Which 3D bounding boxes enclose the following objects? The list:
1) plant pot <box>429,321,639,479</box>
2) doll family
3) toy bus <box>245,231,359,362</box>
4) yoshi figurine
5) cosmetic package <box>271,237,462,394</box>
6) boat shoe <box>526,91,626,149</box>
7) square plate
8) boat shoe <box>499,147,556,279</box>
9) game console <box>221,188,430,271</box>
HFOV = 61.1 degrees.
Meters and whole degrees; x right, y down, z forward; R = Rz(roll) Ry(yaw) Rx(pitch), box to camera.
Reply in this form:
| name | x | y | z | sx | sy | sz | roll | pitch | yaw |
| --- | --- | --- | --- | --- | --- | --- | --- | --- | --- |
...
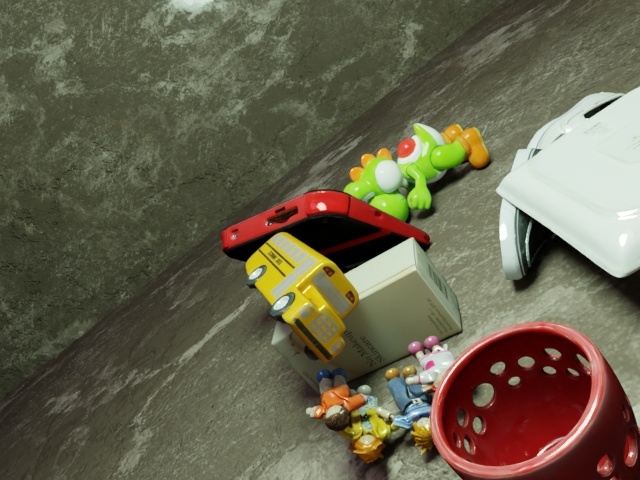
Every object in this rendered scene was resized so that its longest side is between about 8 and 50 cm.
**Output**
| name | x | y | z | sx | sy | sz | roll | pitch | yaw |
| --- | --- | --- | --- | --- | --- | --- | --- | --- | --- |
| plant pot | 0.238 | 0.211 | 0.576 | 0.191 | 0.174 | 0.191 | -33 | 22 | 15 |
| doll family | 0.115 | 0.256 | 0.823 | 0.263 | 0.118 | 0.163 | -19 | 16 | 1 |
| toy bus | -0.037 | 0.085 | 0.951 | 0.130 | 0.108 | 0.332 | -41 | 22 | -8 |
| yoshi figurine | 0.243 | -0.146 | 1.389 | 0.362 | 0.203 | 0.203 | -26 | 61 | -4 |
| cosmetic package | 0.082 | 0.145 | 1.001 | 0.309 | 0.160 | 0.113 | -32 | 22 | 22 |
| boat shoe | 0.523 | -0.221 | 1.105 | 0.258 | 0.095 | 0.084 | -45 | 17 | -12 |
| square plate | 0.472 | -0.128 | 0.793 | 0.347 | 0.049 | 0.344 | -34 | 26 | 5 |
| boat shoe | 0.391 | -0.055 | 0.969 | 0.105 | 0.113 | 0.306 | 0 | 41 | 31 |
| game console | 0.000 | 0.000 | 1.236 | 0.386 | 0.342 | 0.060 | -19 | 65 | 43 |
